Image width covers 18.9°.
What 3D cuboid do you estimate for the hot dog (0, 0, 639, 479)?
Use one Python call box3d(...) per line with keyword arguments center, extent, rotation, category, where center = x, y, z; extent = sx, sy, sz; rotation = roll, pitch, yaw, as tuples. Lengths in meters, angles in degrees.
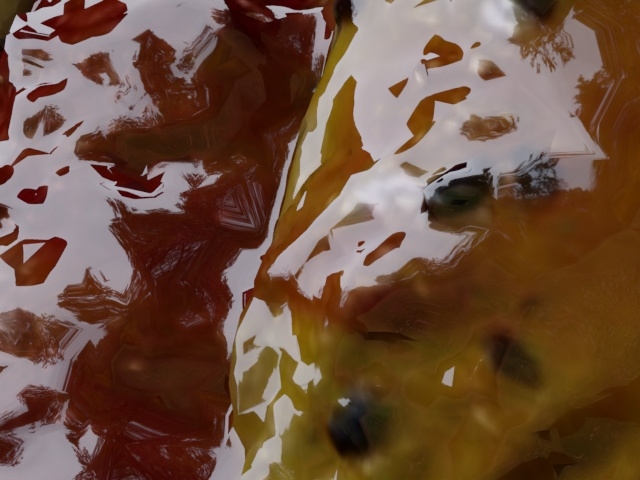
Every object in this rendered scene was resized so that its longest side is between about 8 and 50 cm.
box3d(center=(0.000, 0.000, 0.444), extent=(0.365, 0.367, 0.196), rotation=(-61, -33, -14), category="hot dog")
